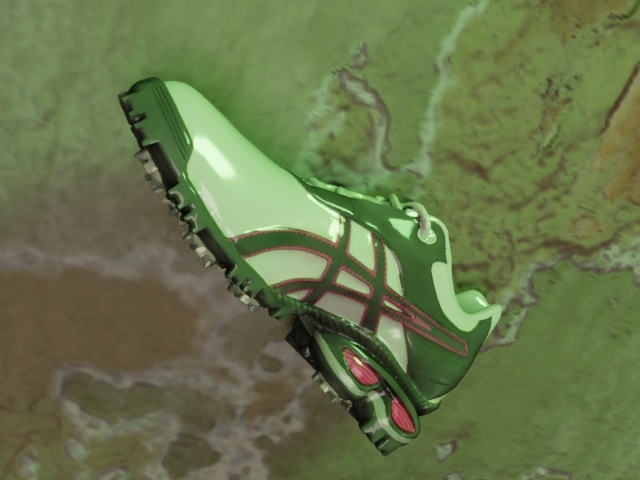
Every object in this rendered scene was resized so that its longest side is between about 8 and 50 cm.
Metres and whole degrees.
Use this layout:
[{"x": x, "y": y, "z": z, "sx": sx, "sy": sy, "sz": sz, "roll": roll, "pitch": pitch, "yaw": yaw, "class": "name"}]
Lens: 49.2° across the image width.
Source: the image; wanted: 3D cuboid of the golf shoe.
[{"x": 0.000, "y": 0.000, "z": 0.406, "sx": 0.120, "sy": 0.105, "sz": 0.273, "roll": -42, "pitch": 119, "yaw": -3, "class": "golf shoe"}]
